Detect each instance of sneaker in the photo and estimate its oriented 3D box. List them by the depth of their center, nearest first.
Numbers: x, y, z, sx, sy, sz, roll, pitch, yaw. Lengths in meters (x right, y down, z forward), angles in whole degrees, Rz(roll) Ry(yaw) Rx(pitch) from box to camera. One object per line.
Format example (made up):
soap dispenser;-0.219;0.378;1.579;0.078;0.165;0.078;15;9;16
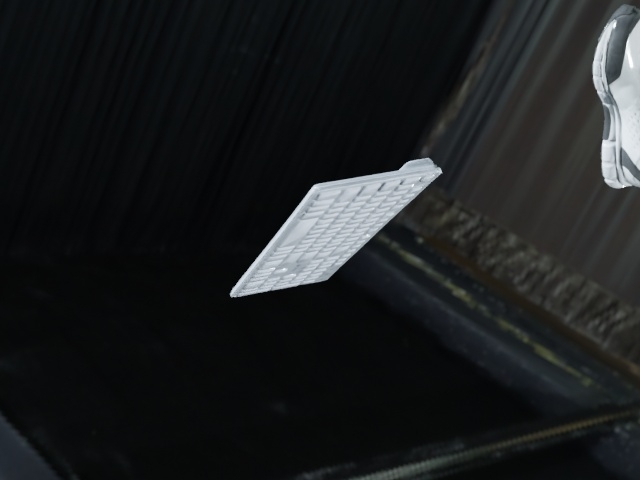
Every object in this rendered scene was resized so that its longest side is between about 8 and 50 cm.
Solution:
sneaker;0.167;-0.071;0.632;0.044;0.109;0.040;17;-130;37

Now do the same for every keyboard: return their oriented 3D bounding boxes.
keyboard;0.000;0.000;0.755;0.072;0.256;0.014;-16;-101;-17
